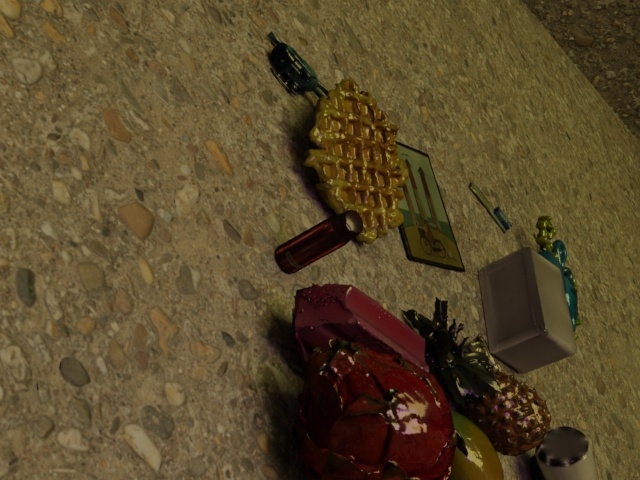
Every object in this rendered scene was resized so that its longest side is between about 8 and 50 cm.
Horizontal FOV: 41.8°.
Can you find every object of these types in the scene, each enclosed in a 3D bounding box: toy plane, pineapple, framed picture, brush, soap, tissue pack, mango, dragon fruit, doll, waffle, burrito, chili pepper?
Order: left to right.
[{"bbox_3d":[-0.031,-0.336,1.749,0.235,0.060,0.096,46,22,-17],"label":"toy plane"},{"bbox_3d":[0.051,0.170,1.374,0.250,0.162,0.099,39,38,-33],"label":"soap"},{"bbox_3d":[0.082,-0.160,1.714,0.325,0.068,0.302,56,42,-30],"label":"waffle"},{"bbox_3d":[0.079,0.280,1.256,0.299,0.244,0.244,57,32,-22],"label":"dragon fruit"},{"bbox_3d":[0.231,-0.087,1.965,0.244,0.013,0.324,13,56,-51],"label":"framed picture"},{"bbox_3d":[0.273,0.405,1.586,0.195,0.092,0.130,49,35,-3],"label":"mango"},{"bbox_3d":[0.297,0.275,1.669,0.364,0.165,0.165,44,35,-14],"label":"pineapple"},{"bbox_3d":[0.466,-0.092,2.283,0.178,0.030,0.033,48,44,-20],"label":"brush"},{"bbox_3d":[0.386,0.311,1.841,0.230,0.058,0.063,58,28,-11],"label":"burrito"},{"bbox_3d":[0.488,0.165,1.999,0.136,0.159,0.246,31,44,-36],"label":"tissue pack"},{"bbox_3d":[0.480,0.512,1.843,0.034,0.030,0.091,59,23,-57],"label":"chili pepper"},{"bbox_3d":[0.645,0.122,2.330,0.341,0.098,0.346,46,38,-45],"label":"doll"}]

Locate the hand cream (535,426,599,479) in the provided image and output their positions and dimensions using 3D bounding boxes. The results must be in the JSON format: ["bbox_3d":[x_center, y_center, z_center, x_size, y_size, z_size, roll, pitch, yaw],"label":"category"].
[{"bbox_3d":[0.572,0.572,1.850,0.185,0.118,0.359,-68,139,-56],"label":"hand cream"}]

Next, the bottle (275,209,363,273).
[{"bbox_3d":[0.000,0.000,1.430,0.060,0.164,0.060,34,41,-36],"label":"bottle"}]
